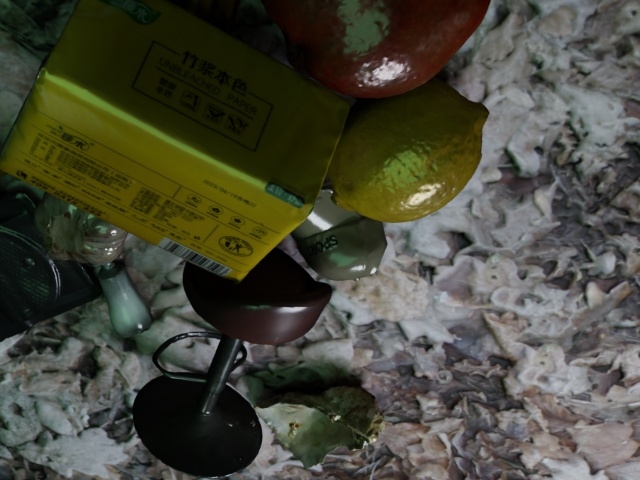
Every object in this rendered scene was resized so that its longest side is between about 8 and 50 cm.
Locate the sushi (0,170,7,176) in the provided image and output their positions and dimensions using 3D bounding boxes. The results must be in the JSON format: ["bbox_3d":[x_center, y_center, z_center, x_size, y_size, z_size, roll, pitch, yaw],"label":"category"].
[{"bbox_3d":[-0.581,-0.086,1.797,0.204,0.213,0.200,2,152,22],"label":"sushi"}]

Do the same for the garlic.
[{"bbox_3d":[-0.355,-0.032,1.858,0.159,0.102,0.147,-28,106,37],"label":"garlic"}]

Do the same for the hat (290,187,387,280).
[{"bbox_3d":[0.000,0.000,1.834,0.147,0.085,0.175,-25,141,27],"label":"hat"}]

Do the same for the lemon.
[{"bbox_3d":[0.115,-0.120,1.683,0.256,0.188,0.188,-31,119,20],"label":"lemon"}]

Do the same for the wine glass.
[{"bbox_3d":[-0.320,0.076,1.957,0.072,0.072,0.155,-8,125,13],"label":"wine glass"}]

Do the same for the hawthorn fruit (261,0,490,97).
[{"bbox_3d":[0.060,-0.322,1.483,0.295,0.295,0.311,23,125,-11],"label":"hawthorn fruit"}]

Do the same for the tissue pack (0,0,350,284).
[{"bbox_3d":[-0.199,-0.143,1.644,0.382,0.228,0.293,26,150,-14],"label":"tissue pack"}]

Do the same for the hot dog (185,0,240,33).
[{"bbox_3d":[-0.138,-0.335,1.625,0.072,0.055,0.188,-8,141,-30],"label":"hot dog"}]

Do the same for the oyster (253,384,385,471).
[{"bbox_3d":[0.008,0.303,2.094,0.232,0.107,0.161,-8,134,35],"label":"oyster"}]

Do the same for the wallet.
[{"bbox_3d":[-0.535,0.059,1.991,0.323,0.041,0.247,-19,122,22],"label":"wallet"}]

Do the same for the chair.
[{"bbox_3d":[-0.136,0.160,1.906,0.226,0.226,0.401,19,128,-8],"label":"chair"}]
